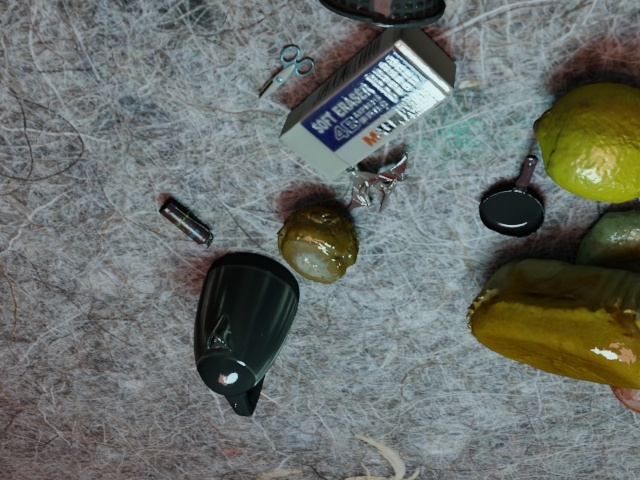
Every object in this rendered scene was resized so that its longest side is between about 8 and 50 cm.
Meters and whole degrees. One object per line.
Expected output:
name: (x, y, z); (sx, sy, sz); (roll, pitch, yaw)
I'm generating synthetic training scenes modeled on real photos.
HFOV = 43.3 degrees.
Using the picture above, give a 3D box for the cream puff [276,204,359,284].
cream puff: (0.000, 0.000, 1.494); (0.150, 0.115, 0.165); (16, 147, 8)

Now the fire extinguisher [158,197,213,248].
fire extinguisher: (-0.257, -0.031, 1.590); (0.056, 0.039, 0.132); (-21, 127, 43)

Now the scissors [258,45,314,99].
scissors: (-0.063, -0.265, 1.307); (0.058, 0.014, 0.119); (36, 129, -21)

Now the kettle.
kettle: (-0.173, 0.201, 1.637); (0.207, 0.271, 0.251); (23, 136, -9)

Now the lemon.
lemon: (0.422, -0.142, 1.190); (0.193, 0.181, 0.180); (31, 135, -20)

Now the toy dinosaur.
toy dinosaur: (0.090, -0.103, 1.424); (0.108, 0.032, 0.220); (26, 146, -18)

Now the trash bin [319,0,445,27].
trash bin: (0.087, -0.385, 1.047); (0.175, 0.175, 0.161); (9, 126, 6)

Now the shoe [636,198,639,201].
shoe: (0.558, -0.086, 1.287); (0.142, 0.071, 0.064); (24, 123, 28)

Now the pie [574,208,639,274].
pie: (0.611, 0.048, 1.417); (0.323, 0.071, 0.323); (8, 141, 6)

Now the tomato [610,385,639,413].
tomato: (0.646, 0.244, 1.557); (0.187, 0.151, 0.187); (-15, 123, -24)

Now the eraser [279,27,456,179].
eraser: (0.071, -0.217, 1.271); (0.124, 0.081, 0.279); (37, 133, -23)

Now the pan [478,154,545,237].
pan: (0.335, -0.082, 1.370); (0.114, 0.040, 0.212); (10, 144, 6)

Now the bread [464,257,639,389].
bread: (0.432, 0.148, 1.410); (0.236, 0.183, 0.388); (48, 152, -23)
